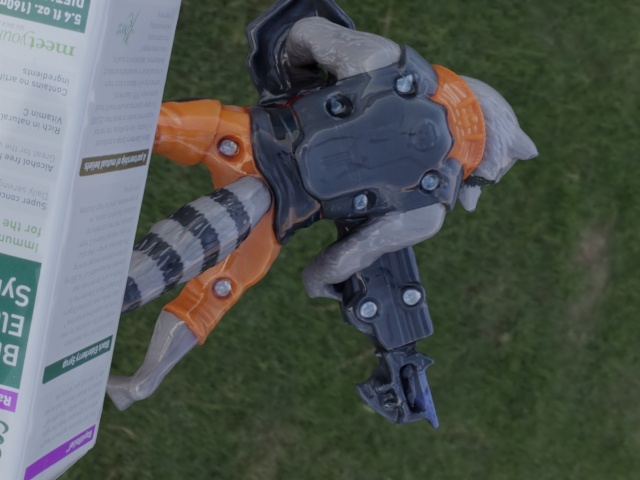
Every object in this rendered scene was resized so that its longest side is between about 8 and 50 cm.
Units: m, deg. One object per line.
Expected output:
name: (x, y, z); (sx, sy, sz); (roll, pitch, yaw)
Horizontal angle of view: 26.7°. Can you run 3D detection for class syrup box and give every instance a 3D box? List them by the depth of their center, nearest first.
syrup box: (-0.142, -0.011, 0.613); (0.096, 0.093, 0.237); (-25, 129, -76)

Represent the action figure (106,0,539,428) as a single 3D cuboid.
action figure: (0.000, 0.000, 0.886); (0.330, 0.178, 0.341); (-26, 100, -15)
